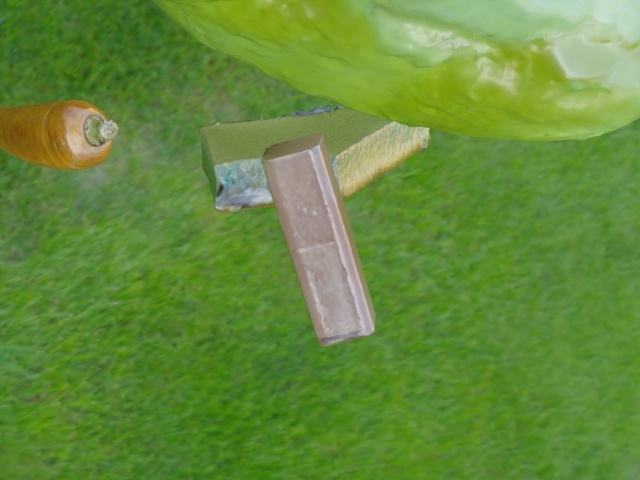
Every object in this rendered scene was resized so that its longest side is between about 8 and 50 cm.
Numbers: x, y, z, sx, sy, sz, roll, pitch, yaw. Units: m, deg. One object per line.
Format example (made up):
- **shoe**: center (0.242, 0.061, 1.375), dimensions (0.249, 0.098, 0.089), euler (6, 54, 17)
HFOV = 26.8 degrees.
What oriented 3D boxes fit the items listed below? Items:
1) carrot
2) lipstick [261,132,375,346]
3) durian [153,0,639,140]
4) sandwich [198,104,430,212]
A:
- **carrot**: center (-0.272, -0.098, 1.194), dimensions (0.061, 0.257, 0.061), euler (-10, 104, -48)
- **lipstick**: center (0.000, 0.000, 0.963), dimensions (0.045, 0.045, 0.145), euler (-73, 148, -70)
- **durian**: center (0.017, -0.161, 0.576), dimensions (0.204, 0.256, 0.339), euler (-55, 136, -14)
- **sandwich**: center (0.010, -0.081, 1.316), dimensions (0.245, 0.212, 0.063), euler (-10, 109, -6)
